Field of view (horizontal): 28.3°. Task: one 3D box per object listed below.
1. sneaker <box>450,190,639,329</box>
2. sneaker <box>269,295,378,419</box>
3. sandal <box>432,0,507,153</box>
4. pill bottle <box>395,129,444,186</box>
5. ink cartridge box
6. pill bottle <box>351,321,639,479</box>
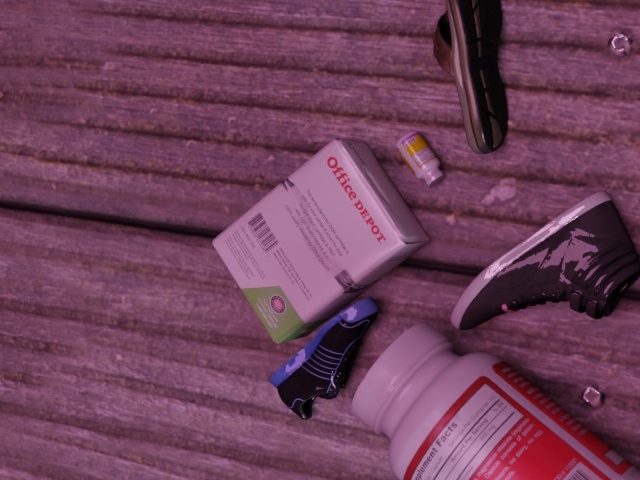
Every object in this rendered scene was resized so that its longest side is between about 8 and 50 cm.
[{"bbox_3d":[0.326,0.073,1.806,0.296,0.104,0.147,-39,70,17],"label":"sneaker"},{"bbox_3d":[0.022,0.185,1.979,0.232,0.081,0.090,-45,75,27],"label":"sneaker"},{"bbox_3d":[0.206,-0.275,1.858,0.086,0.120,0.303,-5,89,40],"label":"sandal"},{"bbox_3d":[0.152,-0.123,1.923,0.043,0.043,0.083,-39,75,22],"label":"pill bottle"},{"bbox_3d":[0.000,0.000,1.961,0.273,0.115,0.198,-38,76,22],"label":"ink cartridge box"},{"bbox_3d":[0.247,0.306,1.783,0.407,0.229,0.229,40,107,20],"label":"pill bottle"}]
